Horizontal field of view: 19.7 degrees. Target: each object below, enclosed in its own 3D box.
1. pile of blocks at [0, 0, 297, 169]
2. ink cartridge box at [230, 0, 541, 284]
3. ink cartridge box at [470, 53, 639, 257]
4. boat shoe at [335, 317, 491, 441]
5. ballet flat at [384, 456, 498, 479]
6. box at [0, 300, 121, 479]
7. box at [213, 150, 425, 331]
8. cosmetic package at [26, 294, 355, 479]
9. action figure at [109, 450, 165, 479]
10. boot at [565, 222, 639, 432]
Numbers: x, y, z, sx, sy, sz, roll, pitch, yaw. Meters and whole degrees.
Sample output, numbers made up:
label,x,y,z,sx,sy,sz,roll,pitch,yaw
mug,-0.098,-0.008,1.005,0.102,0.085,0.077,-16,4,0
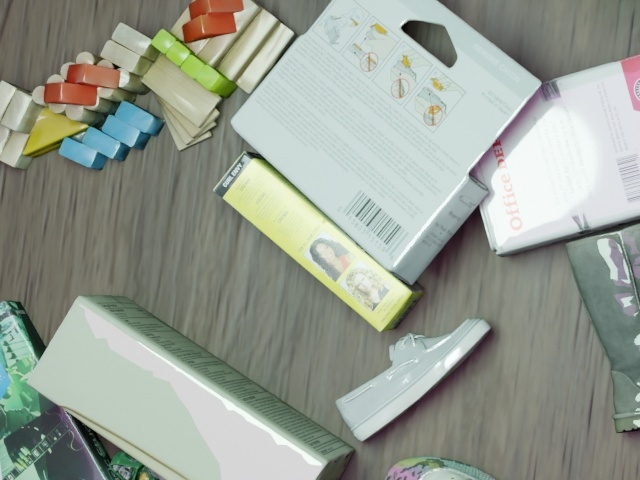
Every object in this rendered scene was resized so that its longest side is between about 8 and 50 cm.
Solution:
label,x,y,z,sx,sy,sz,roll,pitch,yaw
pile of blocks,-0.203,-0.158,1.961,0.362,0.112,0.149,-28,83,10
ink cartridge box,0.070,-0.130,1.883,0.239,0.060,0.275,-50,57,5
ink cartridge box,0.263,-0.086,1.874,0.218,0.092,0.158,-15,85,9
boat shoe,0.094,0.132,1.920,0.184,0.066,0.063,-42,82,17
ballet flat,0.167,0.281,1.887,0.222,0.079,0.076,23,93,12
box,-0.350,0.260,2.003,0.232,0.058,0.322,-33,83,9
box,0.000,0.000,1.929,0.232,0.087,0.058,39,98,9
cosmetic package,-0.131,0.183,1.911,0.309,0.160,0.113,32,95,12
action figure,-0.134,0.302,1.947,0.232,0.063,0.137,40,129,17
boot,0.358,0.080,1.867,0.190,0.076,0.208,-10,79,9
